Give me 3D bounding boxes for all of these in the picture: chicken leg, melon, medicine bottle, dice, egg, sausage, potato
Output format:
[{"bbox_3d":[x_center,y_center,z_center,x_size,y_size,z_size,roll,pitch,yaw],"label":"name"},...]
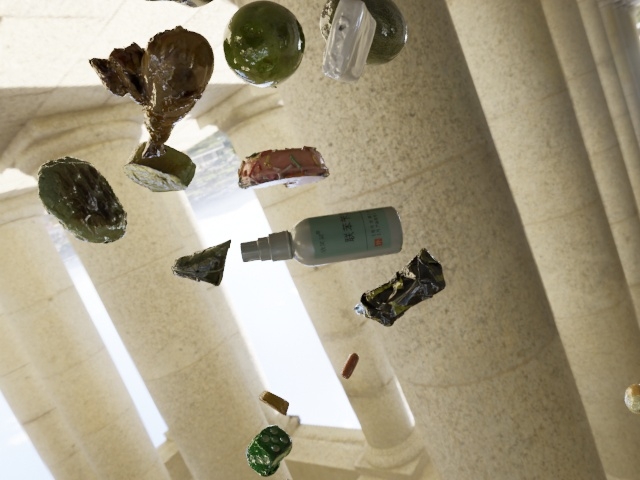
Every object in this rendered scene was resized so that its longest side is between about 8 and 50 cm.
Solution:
[{"bbox_3d":[-0.463,-0.395,1.192,0.295,0.182,0.409,5,138,-28],"label":"chicken leg"},{"bbox_3d":[0.149,-0.718,1.503,0.301,0.237,0.237,14,170,-27],"label":"melon"},{"bbox_3d":[0.000,0.000,0.986,0.351,0.110,0.110,-8,-173,-4],"label":"medicine bottle"},{"bbox_3d":[-0.188,0.766,1.623,0.120,0.128,0.131,31,-154,24],"label":"dice"},{"bbox_3d":[0.885,0.438,1.232,0.071,0.071,0.083,-17,-152,34],"label":"egg"},{"bbox_3d":[0.090,0.380,1.345,0.034,0.034,0.083,-9,-136,58],"label":"sausage"},{"bbox_3d":[-0.144,-0.506,1.146,0.216,0.216,0.304,-21,-148,9],"label":"potato"}]

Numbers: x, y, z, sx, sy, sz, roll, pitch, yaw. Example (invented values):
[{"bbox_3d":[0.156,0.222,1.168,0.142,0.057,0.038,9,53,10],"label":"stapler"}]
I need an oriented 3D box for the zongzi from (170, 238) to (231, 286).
[{"bbox_3d":[-0.246,0.032,0.911,0.109,0.119,0.055,14,-150,-10],"label":"zongzi"}]

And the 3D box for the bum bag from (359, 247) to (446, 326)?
[{"bbox_3d":[0.190,0.121,1.046,0.232,0.107,0.060,-43,166,26],"label":"bum bag"}]

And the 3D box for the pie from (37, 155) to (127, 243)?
[{"bbox_3d":[-0.668,-0.114,1.268,0.071,0.306,0.306,-32,-175,16],"label":"pie"}]

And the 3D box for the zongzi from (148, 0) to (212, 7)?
[{"bbox_3d":[-0.284,-0.567,0.772,0.123,0.289,0.260,-17,-156,8],"label":"zongzi"}]

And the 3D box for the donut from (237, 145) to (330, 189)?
[{"bbox_3d":[-0.083,-0.180,1.103,0.199,0.085,0.233,-7,-177,38],"label":"donut"}]

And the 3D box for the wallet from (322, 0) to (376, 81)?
[{"bbox_3d":[0.041,-0.256,0.580,0.033,0.095,0.190,19,-161,7],"label":"wallet"}]

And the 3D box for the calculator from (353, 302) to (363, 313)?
[{"bbox_3d":[0.213,0.221,1.519,0.210,0.039,0.121,-6,162,-11],"label":"calculator"}]

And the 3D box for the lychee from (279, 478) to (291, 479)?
[{"bbox_3d":[-0.068,0.478,0.825,0.067,0.068,0.083,-43,-177,-32],"label":"lychee"}]

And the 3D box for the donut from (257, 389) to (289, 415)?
[{"bbox_3d":[-0.143,0.513,1.408,0.097,0.108,0.043,-19,-142,60],"label":"donut"}]

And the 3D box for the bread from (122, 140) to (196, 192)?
[{"bbox_3d":[-0.567,-0.259,1.610,0.257,0.124,0.186,7,156,14],"label":"bread"}]
